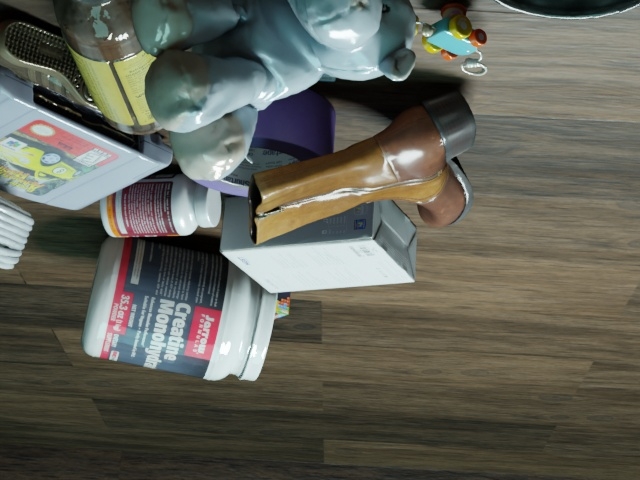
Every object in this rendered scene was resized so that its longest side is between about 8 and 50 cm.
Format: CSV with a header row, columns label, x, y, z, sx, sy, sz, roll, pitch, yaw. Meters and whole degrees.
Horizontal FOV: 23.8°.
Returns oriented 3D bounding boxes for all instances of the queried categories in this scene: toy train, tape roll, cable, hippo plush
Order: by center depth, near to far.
label,x,y,z,sx,sy,sz,roll,pitch,yaw
hippo plush,-0.027,-0.180,1.491,0.237,0.234,0.294,-9,147,18
toy train,0.099,-0.221,1.638,0.166,0.046,0.125,5,161,6
tape roll,-0.077,-0.123,1.871,0.189,0.080,0.189,4,160,1
cable,-0.486,-0.051,1.917,0.257,0.089,0.257,26,175,5

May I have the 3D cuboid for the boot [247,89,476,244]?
label,x,y,z,sx,sy,sz,roll,pitch,yaw
boot,0.050,-0.048,1.850,0.280,0.096,0.264,-24,161,-10

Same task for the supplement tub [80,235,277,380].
label,x,y,z,sx,sy,sz,roll,pitch,yaw
supplement tub,-0.216,0.106,2.316,0.272,0.191,0.191,12,158,-8

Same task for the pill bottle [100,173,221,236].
label,x,y,z,sx,sy,sz,roll,pitch,yaw
pill bottle,-0.218,-0.048,2.082,0.152,0.086,0.086,-1,159,14

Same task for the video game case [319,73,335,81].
label,x,y,z,sx,sy,sz,roll,pitch,yaw
video game case,-0.041,-0.223,1.693,0.119,0.015,0.166,4,159,2

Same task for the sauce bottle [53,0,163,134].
label,x,y,z,sx,sy,sz,roll,pitch,yaw
sauce bottle,-0.213,-0.226,1.581,0.111,0.111,0.344,2,159,3

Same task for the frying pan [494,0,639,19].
label,x,y,z,sx,sy,sz,roll,pitch,yaw
frying pan,0.184,-0.287,1.436,0.326,0.053,0.197,15,157,-22

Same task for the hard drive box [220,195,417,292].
label,x,y,z,sx,sy,sz,roll,pitch,yaw
hard drive box,0.000,0.000,2.168,0.232,0.089,0.181,-5,157,21

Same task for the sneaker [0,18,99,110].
label,x,y,z,sx,sy,sz,roll,pitch,yaw
sneaker,-0.306,-0.204,1.747,0.071,0.066,0.188,6,162,47

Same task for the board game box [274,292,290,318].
label,x,y,z,sx,sy,sz,roll,pitch,yaw
board game box,-0.156,0.103,2.523,0.141,0.048,0.170,21,153,-34

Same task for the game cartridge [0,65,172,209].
label,x,y,z,sx,sy,sz,roll,pitch,yaw
game cartridge,-0.357,-0.122,1.918,0.196,0.060,0.294,-19,151,35
